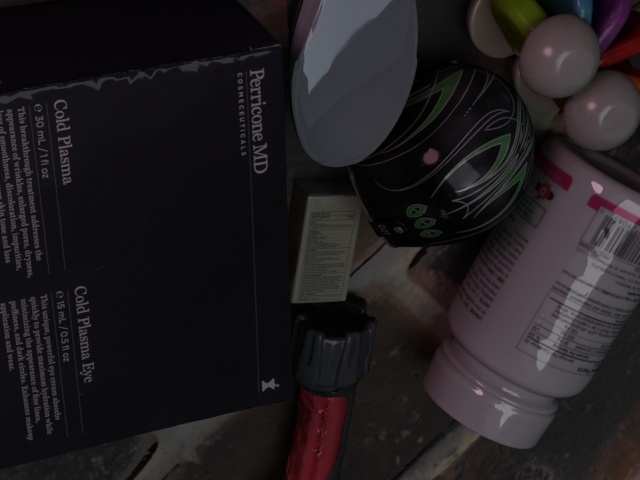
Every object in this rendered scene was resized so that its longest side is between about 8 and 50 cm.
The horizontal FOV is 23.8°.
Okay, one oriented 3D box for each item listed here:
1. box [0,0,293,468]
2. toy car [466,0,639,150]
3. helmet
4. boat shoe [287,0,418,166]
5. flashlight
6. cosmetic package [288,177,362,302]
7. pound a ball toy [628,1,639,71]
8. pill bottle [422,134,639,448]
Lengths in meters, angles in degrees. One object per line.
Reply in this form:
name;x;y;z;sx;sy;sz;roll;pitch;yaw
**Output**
box;-0.200;-0.013;1.269;0.312;0.179;0.343;-11;121;-18
toy car;0.233;-0.180;1.375;0.136;0.159;0.182;-44;124;4
helmet;0.116;-0.080;1.387;0.161;0.169;0.169;-23;126;16
boat shoe;0.015;-0.220;1.296;0.113;0.105;0.306;-7;113;-15
flashlight;-0.013;0.209;1.520;0.103;0.103;0.304;-1;118;-19
cosmetic package;0.000;0.000;1.446;0.060;0.041;0.115;0;117;-22
pound a ball toy;0.399;-0.111;1.455;0.136;0.208;0.319;-36;125;-1
pill bottle;0.224;0.053;1.499;0.160;0.160;0.283;20;108;-30
